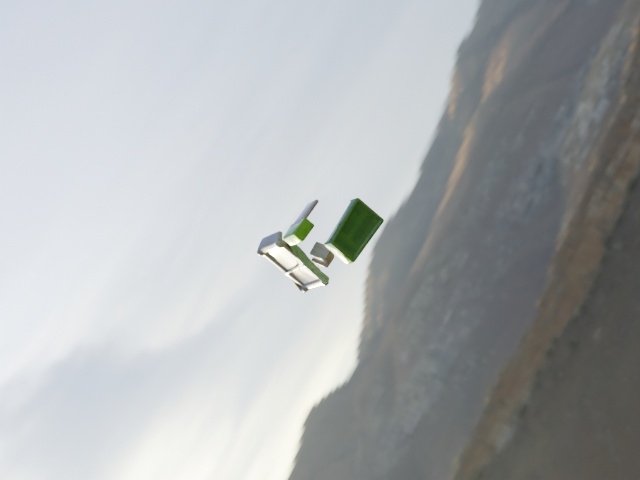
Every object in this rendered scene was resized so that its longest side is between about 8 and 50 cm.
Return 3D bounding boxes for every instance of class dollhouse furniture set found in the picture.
[{"bbox_3d":[0.000,0.000,1.350,0.058,0.076,0.152,-56,15,-24],"label":"dollhouse furniture set"}]
